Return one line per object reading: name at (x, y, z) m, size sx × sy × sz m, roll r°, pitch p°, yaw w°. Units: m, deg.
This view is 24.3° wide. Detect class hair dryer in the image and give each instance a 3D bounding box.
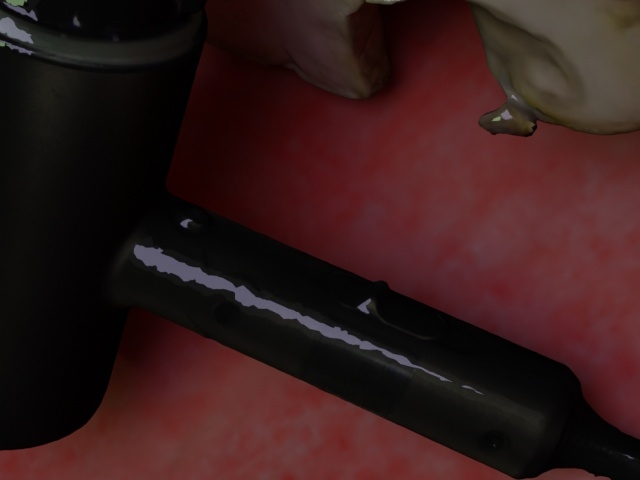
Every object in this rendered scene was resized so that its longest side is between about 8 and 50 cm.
hair dryer at (0.000, 0.000, 0.417) m, size 0.248 × 0.078 × 0.196 m, roll 23°, pitch 126°, yaw 2°

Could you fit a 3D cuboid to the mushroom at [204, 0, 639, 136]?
mushroom at (0.000, -0.144, 0.437) m, size 0.285 × 0.156 × 0.151 m, roll 27°, pitch 66°, yaw 20°
